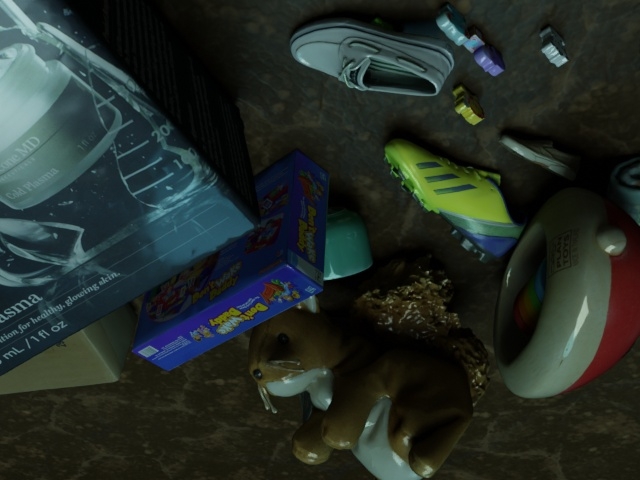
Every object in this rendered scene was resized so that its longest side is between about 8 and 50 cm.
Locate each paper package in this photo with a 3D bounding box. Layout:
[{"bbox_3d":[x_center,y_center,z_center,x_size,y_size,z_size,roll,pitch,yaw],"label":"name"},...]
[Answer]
[{"bbox_3d":[-0.527,0.117,1.664,0.309,0.168,0.325,-7,138,11],"label":"paper package"}]

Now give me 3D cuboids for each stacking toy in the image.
[{"bbox_3d":[0.198,-0.262,1.246,0.221,0.052,0.167,33,132,-30],"label":"stacking toy"}]

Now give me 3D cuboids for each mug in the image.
[{"bbox_3d":[0.001,0.002,1.517,0.158,0.129,0.097,-5,103,22],"label":"mug"}]

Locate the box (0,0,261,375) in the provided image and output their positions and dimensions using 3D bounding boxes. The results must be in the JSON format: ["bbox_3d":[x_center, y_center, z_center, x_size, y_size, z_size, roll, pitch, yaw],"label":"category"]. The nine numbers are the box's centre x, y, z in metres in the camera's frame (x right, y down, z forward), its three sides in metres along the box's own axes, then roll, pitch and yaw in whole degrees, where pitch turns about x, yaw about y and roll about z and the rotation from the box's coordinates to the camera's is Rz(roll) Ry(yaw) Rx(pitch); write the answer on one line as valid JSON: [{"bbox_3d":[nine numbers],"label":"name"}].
[{"bbox_3d":[-0.408,-0.131,1.177,0.480,0.297,0.472,-30,130,12],"label":"box"}]

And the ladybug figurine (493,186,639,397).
[{"bbox_3d":[0.387,0.089,1.435,0.162,0.305,0.449,9,159,-2],"label":"ladybug figurine"}]

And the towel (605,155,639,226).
[{"bbox_3d":[0.637,-0.012,1.484,0.374,0.090,0.320,-4,139,9],"label":"towel"}]

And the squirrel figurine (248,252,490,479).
[{"bbox_3d":[0.079,0.207,1.587,0.370,0.397,0.281,38,148,9],"label":"squirrel figurine"}]

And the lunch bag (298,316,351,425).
[{"bbox_3d":[0.117,0.283,1.818,0.287,0.169,0.235,5,136,-12],"label":"lunch bag"}]

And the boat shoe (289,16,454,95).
[{"bbox_3d":[0.058,-0.236,1.230,0.226,0.076,0.083,7,144,21],"label":"boat shoe"}]

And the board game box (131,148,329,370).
[{"bbox_3d":[-0.142,0.035,1.485,0.347,0.233,0.078,-29,130,33],"label":"board game box"}]

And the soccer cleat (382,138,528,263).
[{"bbox_3d":[0.211,-0.081,1.455,0.121,0.093,0.289,-47,120,7],"label":"soccer cleat"}]

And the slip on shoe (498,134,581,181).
[{"bbox_3d":[0.329,-0.133,1.401,0.135,0.051,0.041,25,97,-12],"label":"slip on shoe"}]
